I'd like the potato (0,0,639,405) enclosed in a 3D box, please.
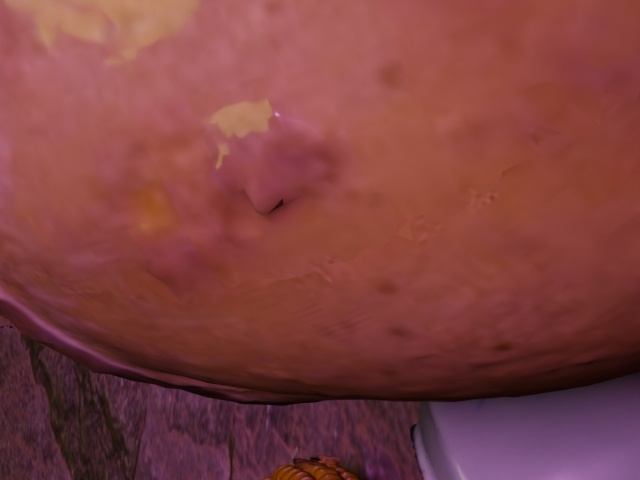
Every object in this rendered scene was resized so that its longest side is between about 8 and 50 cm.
[{"bbox_3d":[0.074,-0.172,0.508,0.319,0.385,0.442,-11,71,45],"label":"potato"}]

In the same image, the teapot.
[{"bbox_3d":[0.127,0.088,0.661,0.232,0.159,0.159,-103,25,-63],"label":"teapot"}]

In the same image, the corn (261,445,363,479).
[{"bbox_3d":[0.032,0.191,0.900,0.091,0.091,0.260,-50,24,-9],"label":"corn"}]
